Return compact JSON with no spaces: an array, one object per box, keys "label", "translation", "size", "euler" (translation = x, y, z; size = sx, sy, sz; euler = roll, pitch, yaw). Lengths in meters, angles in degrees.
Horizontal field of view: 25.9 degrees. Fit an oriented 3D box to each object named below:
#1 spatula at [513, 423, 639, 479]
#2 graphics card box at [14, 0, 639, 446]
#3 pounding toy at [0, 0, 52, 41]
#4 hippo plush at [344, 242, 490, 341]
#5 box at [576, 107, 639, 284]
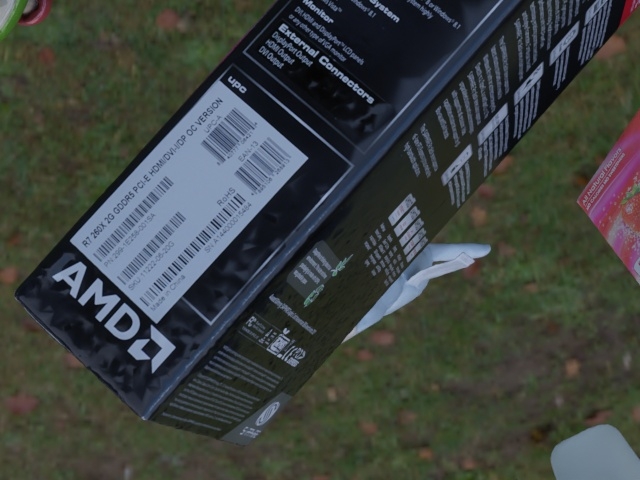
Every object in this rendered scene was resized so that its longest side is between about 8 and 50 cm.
[{"label":"spatula","translation":[0.148,0.231,0.810],"size":[0.168,0.242,0.019],"euler":[-28,134,5]},{"label":"graphics card box","translation":[0.032,-0.063,0.711],"size":[0.371,0.094,0.233],"euler":[-49,167,-2]},{"label":"pounding toy","translation":[-0.355,-0.254,1.373],"size":[0.237,0.183,0.110],"euler":[-18,173,25]},{"label":"hippo plush","translation":[0.000,0.000,1.663],"size":[0.294,0.234,0.236],"euler":[-33,86,19]},{"label":"box","translation":[0.395,-0.096,1.287],"size":[0.142,0.154,0.300],"euler":[17,118,-29]}]
